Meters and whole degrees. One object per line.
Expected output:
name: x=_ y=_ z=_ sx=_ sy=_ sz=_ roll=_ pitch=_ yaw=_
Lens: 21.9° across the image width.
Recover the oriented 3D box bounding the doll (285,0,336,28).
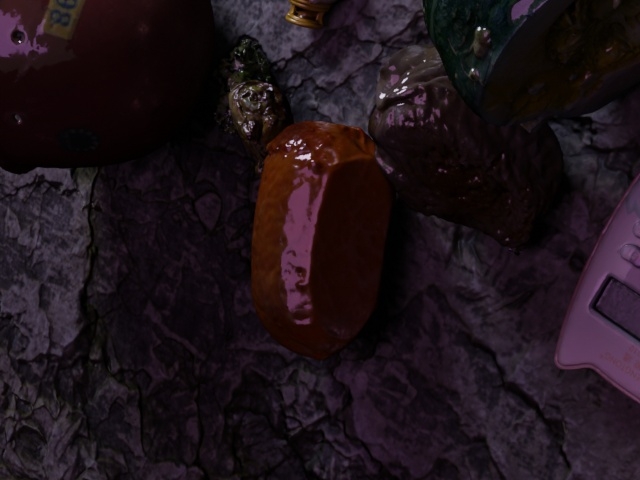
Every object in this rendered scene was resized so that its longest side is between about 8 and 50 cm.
doll: x=-0.011 y=-0.313 z=1.927 sx=0.073 sy=0.084 sz=0.127 roll=27 pitch=112 yaw=34

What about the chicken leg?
chicken leg: x=-0.055 y=-0.103 z=1.934 sx=0.070 sy=0.093 sz=0.178 roll=-13 pitch=110 yaw=22

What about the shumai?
shumai: x=0.163 y=-0.128 z=1.764 sx=0.184 sy=0.218 sz=0.185 roll=-55 pitch=13 yaw=51

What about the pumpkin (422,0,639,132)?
pumpkin: x=0.229 y=-0.259 z=1.615 sx=0.197 sy=0.293 sz=0.263 roll=56 pitch=130 yaw=27

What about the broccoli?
broccoli: x=-0.098 y=-0.183 z=1.988 sx=0.097 sy=0.092 sz=0.095 roll=-34 pitch=80 yaw=13

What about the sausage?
sausage: x=-0.001 y=0.000 z=1.865 sx=0.141 sy=0.153 sz=0.268 roll=11 pitch=95 yaw=62

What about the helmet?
helmet: x=-0.240 y=-0.247 z=1.993 sx=0.230 sy=0.337 sz=0.385 roll=13 pitch=69 yaw=14

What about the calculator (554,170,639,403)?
calculator: x=0.380 y=0.029 z=1.643 sx=0.220 sy=0.048 sz=0.330 roll=38 pitch=108 yaw=33
